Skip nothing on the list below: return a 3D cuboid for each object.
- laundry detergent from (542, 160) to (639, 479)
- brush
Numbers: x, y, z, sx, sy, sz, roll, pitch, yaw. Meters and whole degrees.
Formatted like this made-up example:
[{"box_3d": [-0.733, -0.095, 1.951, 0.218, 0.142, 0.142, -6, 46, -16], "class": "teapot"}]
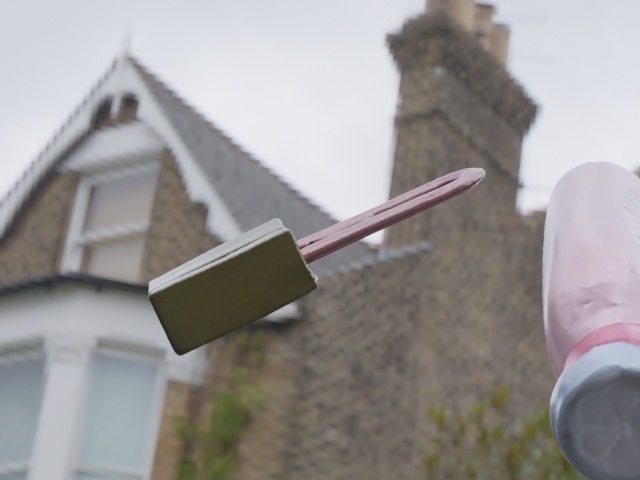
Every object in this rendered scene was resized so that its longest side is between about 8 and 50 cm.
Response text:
[{"box_3d": [0.186, 0.055, 1.168, 0.088, 0.335, 0.159, -24, -77, 15], "class": "laundry detergent"}, {"box_3d": [0.000, 0.000, 1.235, 0.233, 0.047, 0.103, -26, 7, -1], "class": "brush"}]
